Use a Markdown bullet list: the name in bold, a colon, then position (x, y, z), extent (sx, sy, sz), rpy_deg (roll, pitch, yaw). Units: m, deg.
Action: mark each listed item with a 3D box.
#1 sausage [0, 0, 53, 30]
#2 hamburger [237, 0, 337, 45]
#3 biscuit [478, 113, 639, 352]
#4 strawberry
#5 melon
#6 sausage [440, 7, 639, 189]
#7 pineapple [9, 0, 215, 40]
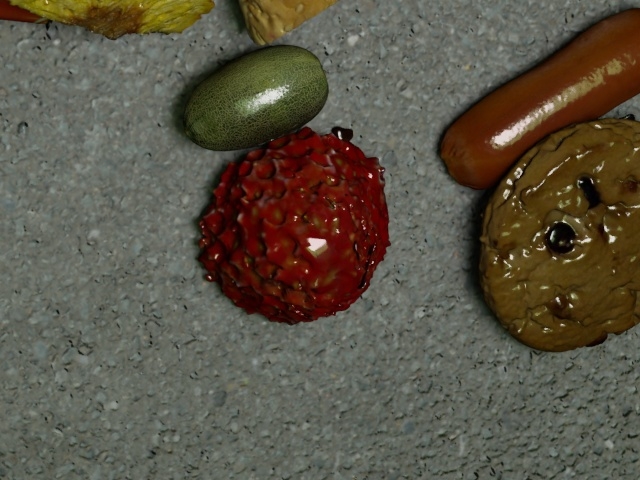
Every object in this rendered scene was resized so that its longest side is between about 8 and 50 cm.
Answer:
- **sausage**: position (-0.391, -0.261, 1.385), extent (0.264, 0.083, 0.083), rpy_deg (4, 100, -14)
- **hamburger**: position (0.006, -0.368, 1.424), extent (0.330, 0.162, 0.209), rpy_deg (-41, 110, 1)
- **biscuit**: position (0.307, 0.002, 1.595), extent (0.296, 0.075, 0.296), rpy_deg (-9, 119, -17)
- **strawberry**: position (0.000, 0.000, 1.496), extent (0.234, 0.178, 0.234), rpy_deg (-6, 109, -18)
- **melon**: position (-0.069, -0.147, 1.482), extent (0.162, 0.099, 0.099), rpy_deg (-23, 107, -7)
- **sausage**: position (0.268, -0.160, 1.579), extent (0.300, 0.083, 0.089), rpy_deg (-35, 119, -5)
- **pineapple**: position (-0.189, -0.299, 1.377), extent (0.250, 0.140, 0.164), rpy_deg (11, 63, -49)
